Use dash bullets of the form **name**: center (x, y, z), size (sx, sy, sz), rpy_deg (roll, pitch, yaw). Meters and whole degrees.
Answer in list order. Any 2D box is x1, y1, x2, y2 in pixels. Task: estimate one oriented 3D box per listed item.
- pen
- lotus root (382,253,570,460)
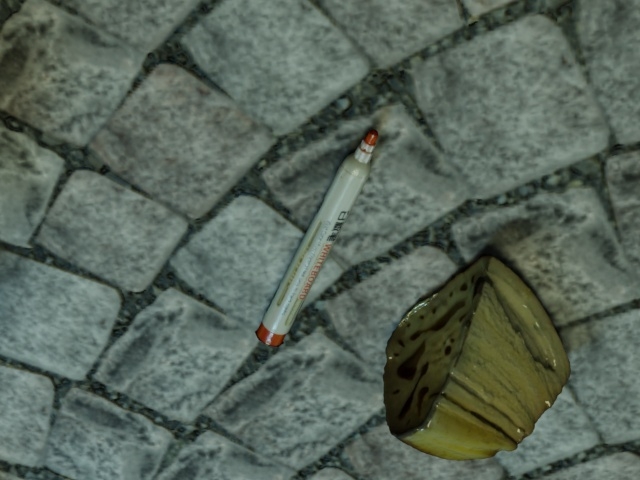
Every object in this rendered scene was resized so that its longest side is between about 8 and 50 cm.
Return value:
- **pen**: center (0.000, 0.000, 1.171), size (0.026, 0.026, 0.218), rpy_deg (21, 123, -10)
- **lotus root**: center (0.117, 0.106, 1.206), size (0.135, 0.095, 0.159), rpy_deg (43, 77, -29)
